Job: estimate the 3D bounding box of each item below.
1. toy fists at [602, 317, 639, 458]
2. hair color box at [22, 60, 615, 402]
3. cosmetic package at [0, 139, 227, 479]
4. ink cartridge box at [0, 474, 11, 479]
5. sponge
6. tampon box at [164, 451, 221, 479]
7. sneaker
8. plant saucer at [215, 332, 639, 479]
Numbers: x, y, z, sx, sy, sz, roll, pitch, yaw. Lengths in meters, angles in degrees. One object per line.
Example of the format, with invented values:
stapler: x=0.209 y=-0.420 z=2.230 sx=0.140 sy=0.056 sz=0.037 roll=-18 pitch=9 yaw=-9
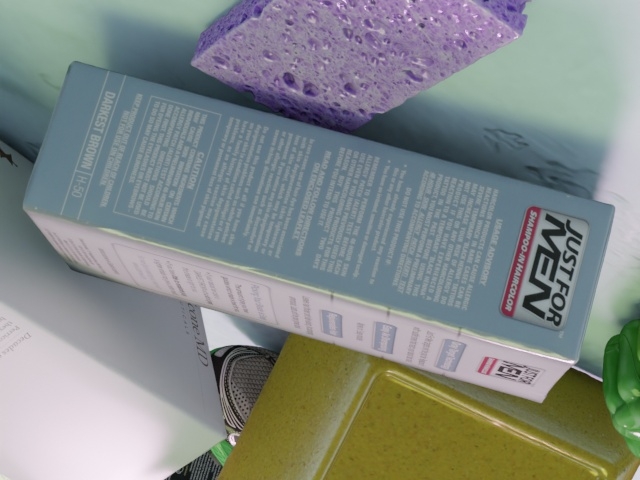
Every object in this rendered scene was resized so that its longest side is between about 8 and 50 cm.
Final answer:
toy fists: x=0.289 y=0.092 z=1.156 sx=0.142 sy=0.096 sz=0.279 roll=17 pitch=154 yaw=4
hair color box: x=0.000 y=0.000 z=1.100 sx=0.374 sy=0.114 sz=0.185 roll=16 pitch=167 yaw=5
cosmetic package: x=-0.255 y=0.050 z=1.228 sx=0.155 sy=0.197 sz=0.365 roll=-36 pitch=135 yaw=19
ink cartridge box: x=-0.329 y=0.298 z=1.899 sx=0.255 sy=0.097 sz=0.189 roll=-36 pitch=121 yaw=16
sponge: x=0.020 y=-0.129 z=0.976 sx=0.117 sy=0.031 sz=0.210 roll=30 pitch=151 yaw=-23
tampon box: x=-0.135 y=0.262 z=1.712 sx=0.161 sy=0.101 sz=0.120 roll=16 pitch=153 yaw=2
sneaker: x=0.035 y=0.172 z=1.446 sx=0.343 sy=0.134 sz=0.146 roll=23 pitch=147 yaw=-29
plant saucer: x=0.086 y=0.232 z=1.290 sx=0.332 sy=0.333 sz=0.081 roll=25 pitch=-176 yaw=-14
